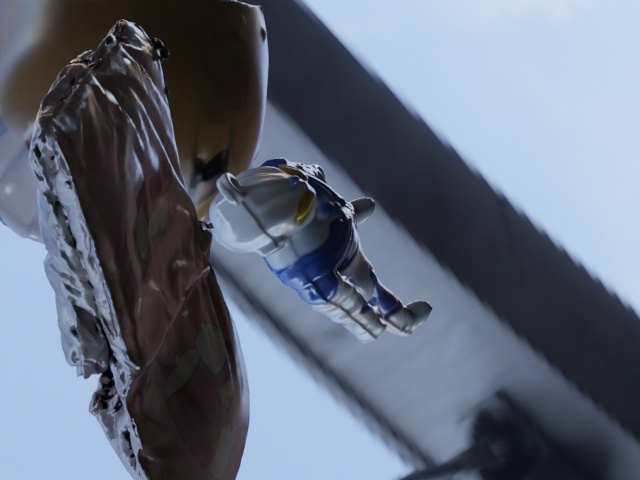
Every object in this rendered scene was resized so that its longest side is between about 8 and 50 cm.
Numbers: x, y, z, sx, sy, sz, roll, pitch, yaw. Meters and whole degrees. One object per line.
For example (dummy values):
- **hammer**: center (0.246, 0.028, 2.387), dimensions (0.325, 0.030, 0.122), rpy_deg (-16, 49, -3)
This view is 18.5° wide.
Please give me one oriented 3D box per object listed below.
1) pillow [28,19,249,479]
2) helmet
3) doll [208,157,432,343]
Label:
- **pillow**: center (-0.082, 0.027, 0.908), dimensions (0.135, 0.049, 0.248), rpy_deg (-65, -31, -54)
- **helmet**: center (-0.128, -0.061, 1.183), dimensions (0.198, 0.224, 0.130), rpy_deg (15, -132, -20)
- **doll**: center (0.000, 0.000, 1.104), dimensions (0.227, 0.057, 0.114), rpy_deg (20, -134, -64)
